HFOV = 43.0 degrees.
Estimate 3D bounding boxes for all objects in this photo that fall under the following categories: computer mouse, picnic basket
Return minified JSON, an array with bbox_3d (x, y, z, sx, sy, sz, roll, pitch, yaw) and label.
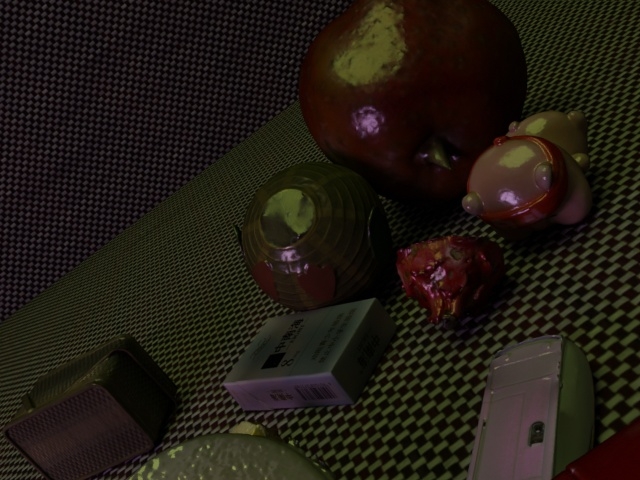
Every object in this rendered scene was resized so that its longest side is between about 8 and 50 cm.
[{"bbox_3d":[0.208,0.193,0.815,0.126,0.056,0.245,-25,22,33],"label":"computer mouse"},{"bbox_3d":[-0.394,0.298,1.412,0.266,0.165,0.139,-27,22,22],"label":"picnic basket"}]

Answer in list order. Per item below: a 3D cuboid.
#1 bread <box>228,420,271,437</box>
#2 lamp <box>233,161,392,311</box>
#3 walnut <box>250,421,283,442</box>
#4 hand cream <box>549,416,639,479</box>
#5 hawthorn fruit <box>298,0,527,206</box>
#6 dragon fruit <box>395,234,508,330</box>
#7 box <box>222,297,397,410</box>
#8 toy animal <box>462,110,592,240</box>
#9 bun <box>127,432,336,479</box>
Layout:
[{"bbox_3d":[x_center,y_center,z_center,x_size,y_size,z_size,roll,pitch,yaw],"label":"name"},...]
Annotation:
[{"bbox_3d":[-0.108,0.319,0.958,0.188,0.125,0.068,-43,20,-18],"label":"bread"},{"bbox_3d":[0.000,0.000,1.336,0.250,0.250,0.284,-32,-22,13],"label":"lamp"},{"bbox_3d":[-0.090,0.286,1.075,0.079,0.083,0.096,29,64,37],"label":"walnut"},{"bbox_3d":[0.223,0.226,0.487,0.149,0.230,0.230,-35,20,4],"label":"hand cream"},{"bbox_3d":[0.170,-0.235,1.386,0.402,0.403,0.403,-32,21,14],"label":"hawthorn fruit"},{"bbox_3d":[0.177,0.070,1.088,0.153,0.153,0.111,-19,60,40],"label":"dragon fruit"},{"bbox_3d":[-0.019,0.173,1.213,0.242,0.067,0.155,-15,28,45],"label":"box"},{"bbox_3d":[0.300,-0.090,1.150,0.171,0.171,0.198,-18,20,42],"label":"toy animal"},{"bbox_3d":[-0.092,0.348,0.837,0.263,0.175,0.263,0,47,0],"label":"bun"}]
